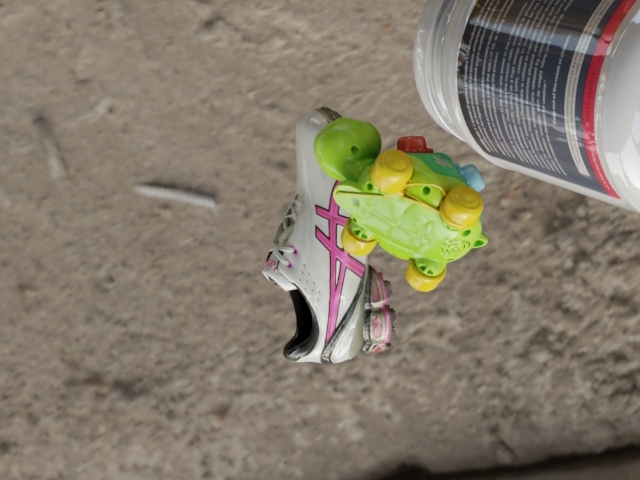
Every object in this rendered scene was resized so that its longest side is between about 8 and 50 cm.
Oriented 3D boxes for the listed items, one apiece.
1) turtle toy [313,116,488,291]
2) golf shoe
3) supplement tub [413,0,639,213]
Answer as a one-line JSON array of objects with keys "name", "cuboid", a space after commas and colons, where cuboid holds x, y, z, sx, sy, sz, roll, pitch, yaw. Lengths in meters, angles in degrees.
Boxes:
[{"name": "turtle toy", "cuboid": [0.052, -0.033, 0.914, 0.130, 0.066, 0.095, 29, 141, 2]}, {"name": "golf shoe", "cuboid": [0.000, 0.000, 1.003, 0.067, 0.086, 0.186, -157, 56, -68]}, {"name": "supplement tub", "cuboid": [0.217, -0.133, 1.112, 0.272, 0.191, 0.191, 27, 125, 54]}]
